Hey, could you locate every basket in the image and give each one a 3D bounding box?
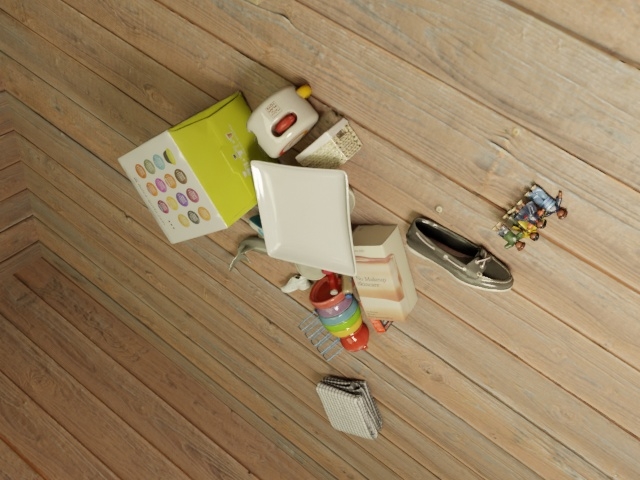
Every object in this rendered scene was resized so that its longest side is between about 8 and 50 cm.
[{"bbox_3d":[0.028,-0.266,1.522,0.103,0.113,0.167,50,139,-8],"label":"basket"}]

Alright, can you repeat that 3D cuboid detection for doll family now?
[{"bbox_3d":[0.539,-0.052,1.311,0.111,0.076,0.193,42,136,11],"label":"doll family"}]

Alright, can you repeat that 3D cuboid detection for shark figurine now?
[{"bbox_3d":[-0.289,0.038,2.024,0.278,0.116,0.166,-13,112,42],"label":"shark figurine"}]

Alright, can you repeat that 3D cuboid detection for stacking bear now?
[{"bbox_3d":[0.088,0.288,1.891,0.175,0.164,0.289,-3,125,43],"label":"stacking bear"}]

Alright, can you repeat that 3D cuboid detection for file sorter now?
[{"bbox_3d":[0.007,0.373,2.023,0.170,0.104,0.118,51,173,-7],"label":"file sorter"}]

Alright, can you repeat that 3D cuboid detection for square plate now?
[{"bbox_3d":[-0.044,-0.075,1.574,0.344,0.049,0.347,12,124,32],"label":"square plate"}]

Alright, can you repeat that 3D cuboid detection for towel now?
[{"bbox_3d":[0.126,0.718,2.229,0.235,0.121,0.284,2,125,40],"label":"towel"}]

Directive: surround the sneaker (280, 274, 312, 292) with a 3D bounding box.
[{"bbox_3d":[-0.101,0.167,2.025,0.152,0.053,0.061,-16,102,38],"label":"sneaker"}]

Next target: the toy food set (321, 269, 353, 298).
[{"bbox_3d":[0.076,0.122,1.709,0.111,0.104,0.232,-16,147,22],"label":"toy food set"}]

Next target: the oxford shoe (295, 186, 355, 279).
[{"bbox_3d":[0.000,0.000,1.722,0.169,0.130,0.449,16,137,-6],"label":"oxford shoe"}]

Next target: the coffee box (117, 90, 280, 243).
[{"bbox_3d":[-0.383,-0.238,1.706,0.334,0.338,0.338,-11,115,43],"label":"coffee box"}]

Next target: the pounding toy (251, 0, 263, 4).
[{"bbox_3d":[-0.159,-0.718,1.341,0.130,0.100,0.141,39,149,8],"label":"pounding toy"}]

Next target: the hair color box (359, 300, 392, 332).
[{"bbox_3d":[0.202,0.251,1.826,0.043,0.072,0.141,-15,112,45],"label":"hair color box"}]

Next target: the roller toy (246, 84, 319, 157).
[{"bbox_3d":[-0.114,-0.354,1.506,0.146,0.191,0.209,49,139,-3],"label":"roller toy"}]

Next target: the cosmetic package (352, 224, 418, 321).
[{"bbox_3d":[0.198,0.106,1.665,0.153,0.129,0.296,-1,121,36],"label":"cosmetic package"}]

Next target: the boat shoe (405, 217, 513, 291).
[{"bbox_3d":[0.396,0.039,1.470,0.335,0.112,0.095,27,140,24],"label":"boat shoe"}]

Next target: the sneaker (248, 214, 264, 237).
[{"bbox_3d":[-0.176,-0.014,1.905,0.228,0.087,0.092,33,130,13],"label":"sneaker"}]
